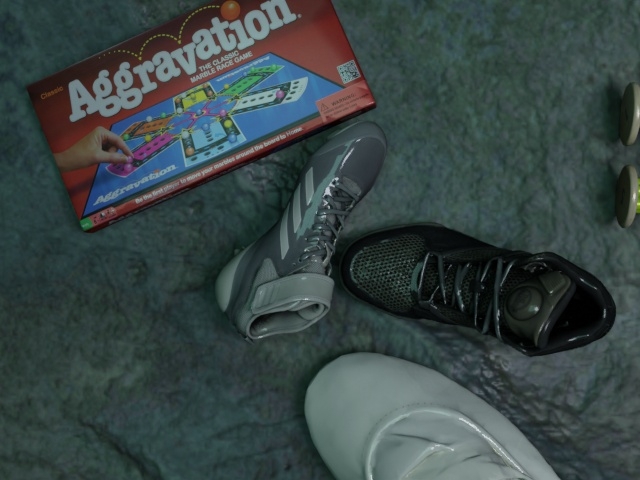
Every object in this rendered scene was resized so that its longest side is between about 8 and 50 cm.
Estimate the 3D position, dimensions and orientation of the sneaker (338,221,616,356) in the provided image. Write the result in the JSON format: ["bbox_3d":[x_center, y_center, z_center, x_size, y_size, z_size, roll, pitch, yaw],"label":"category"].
[{"bbox_3d":[0.123,0.034,0.703,0.228,0.130,0.087,15,88,10],"label":"sneaker"}]

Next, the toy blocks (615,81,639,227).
[{"bbox_3d":[0.323,-0.066,0.722,0.148,0.054,0.123,3,87,6],"label":"toy blocks"}]

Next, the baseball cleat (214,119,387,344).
[{"bbox_3d":[0.000,0.000,0.732,0.206,0.072,0.109,-51,44,10],"label":"baseball cleat"}]

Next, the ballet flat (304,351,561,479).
[{"bbox_3d":[0.147,0.236,0.689,0.400,0.139,0.139,44,92,7],"label":"ballet flat"}]

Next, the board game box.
[{"bbox_3d":[-0.108,-0.128,0.786,0.281,0.027,0.145,-24,84,5],"label":"board game box"}]
